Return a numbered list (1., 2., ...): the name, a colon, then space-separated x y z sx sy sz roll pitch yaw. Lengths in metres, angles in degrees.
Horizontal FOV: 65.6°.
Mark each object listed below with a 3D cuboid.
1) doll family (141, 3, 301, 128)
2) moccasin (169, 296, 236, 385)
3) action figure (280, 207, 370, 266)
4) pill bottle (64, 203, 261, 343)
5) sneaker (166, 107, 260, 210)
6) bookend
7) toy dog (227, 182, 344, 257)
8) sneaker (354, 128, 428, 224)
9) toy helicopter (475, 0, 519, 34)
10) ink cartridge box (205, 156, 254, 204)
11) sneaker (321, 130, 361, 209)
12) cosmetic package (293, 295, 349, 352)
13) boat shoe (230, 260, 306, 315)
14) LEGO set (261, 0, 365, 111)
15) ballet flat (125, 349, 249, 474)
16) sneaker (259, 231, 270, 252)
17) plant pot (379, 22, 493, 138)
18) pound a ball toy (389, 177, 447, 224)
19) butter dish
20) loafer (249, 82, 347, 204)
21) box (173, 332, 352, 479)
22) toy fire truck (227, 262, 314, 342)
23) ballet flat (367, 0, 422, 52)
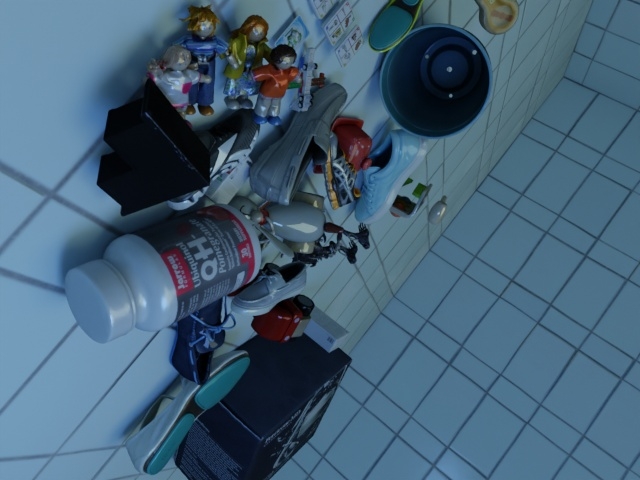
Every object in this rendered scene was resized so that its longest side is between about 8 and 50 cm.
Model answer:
1. doll family: -0.157 -0.272 0.765 0.263 0.118 0.163 -14 146 -32
2. moccasin: -0.276 0.221 1.220 0.138 0.117 0.341 -32 150 -44
3. action figure: 0.000 0.000 1.443 0.276 0.140 0.164 2 135 -34
4. pill bottle: -0.273 0.055 0.894 0.319 0.176 0.176 -28 147 -48
5. sneaker: -0.196 -0.158 0.866 0.234 0.078 0.106 -47 160 -11
6. bookend: -0.267 -0.126 0.718 0.157 0.072 0.156 -18 144 13
7. toy dog: -0.066 -0.038 1.168 0.334 0.161 0.220 -30 125 -51
8. sneaker: 0.174 -0.203 1.552 0.150 0.135 0.365 11 129 -27
9. toy helicopter: 0.290 -0.561 1.027 0.235 0.140 0.355 -40 123 17
10. ink cartridge box: -0.184 -0.125 1.008 0.115 0.029 0.063 -53 158 -5
11. sneaker: 0.046 -0.173 1.202 0.083 0.084 0.214 -14 134 -1
12. cosmetic package: -0.029 0.264 1.629 0.099 0.239 0.060 -10 132 -60
13. boat shoe: -0.113 0.098 1.126 0.228 0.079 0.081 -22 130 -50
14. LEGO set: -0.027 -0.370 0.972 0.244 0.060 0.182 -52 147 -7
15. ballet flat: -0.365 0.430 1.345 0.400 0.139 0.139 -48 158 -25
16. sneaker: -0.152 0.016 1.284 0.083 0.032 0.037 -53 160 1
17. plant pot: 0.322 -0.432 1.300 0.255 0.272 0.271 -48 163 -54
18. pound a ball toy: 0.328 -0.132 1.722 0.135 0.208 0.319 -64 170 19
19. butter dish: 0.080 -0.223 1.282 0.160 0.118 0.160 -16 138 -56
20. loafer: -0.025 -0.207 1.069 0.319 0.112 0.112 -56 168 -17
21. box: -0.198 0.580 1.698 0.480 0.297 0.471 -28 145 -49
22. toy fire truck: -0.160 0.140 1.236 0.246 0.217 0.158 4 121 -49
23. ballet flat: 0.188 -0.520 1.129 0.231 0.077 0.077 -58 175 5
